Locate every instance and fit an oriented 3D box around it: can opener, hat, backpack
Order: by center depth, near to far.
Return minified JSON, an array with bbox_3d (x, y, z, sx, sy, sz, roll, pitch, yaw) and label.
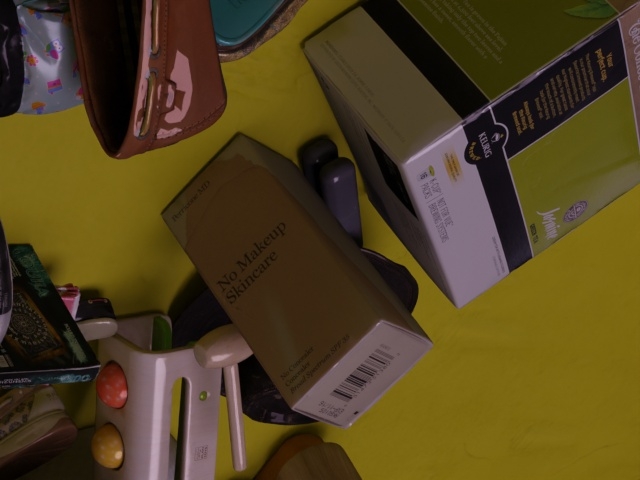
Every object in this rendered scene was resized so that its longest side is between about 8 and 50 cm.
[{"bbox_3d":[-0.240,-0.189,1.477,0.182,0.115,0.152,-19,139,-31],"label":"backpack"},{"bbox_3d":[0.000,0.000,1.950,0.095,0.076,0.283,-30,145,-17],"label":"can opener"},{"bbox_3d":[-0.026,0.146,1.970,0.331,0.134,0.331,-8,141,-6],"label":"hat"}]

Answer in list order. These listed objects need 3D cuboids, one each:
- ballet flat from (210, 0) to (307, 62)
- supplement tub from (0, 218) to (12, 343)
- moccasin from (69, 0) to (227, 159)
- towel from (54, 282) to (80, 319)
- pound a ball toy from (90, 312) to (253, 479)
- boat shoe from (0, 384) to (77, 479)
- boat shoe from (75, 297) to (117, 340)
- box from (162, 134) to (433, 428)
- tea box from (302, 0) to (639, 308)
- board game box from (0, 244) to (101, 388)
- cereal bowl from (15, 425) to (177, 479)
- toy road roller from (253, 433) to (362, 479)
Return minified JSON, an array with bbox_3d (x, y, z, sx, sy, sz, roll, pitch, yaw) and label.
[{"bbox_3d":[-0.023,-0.290,1.547,0.348,0.123,0.123,-45,150,-22],"label":"ballet flat"},{"bbox_3d":[-0.473,0.042,1.454,0.338,0.207,0.207,-9,137,-34],"label":"supplement tub"},{"bbox_3d":[-0.184,-0.254,1.347,0.147,0.139,0.380,-30,128,-38],"label":"moccasin"},{"bbox_3d":[-0.374,0.101,1.748,0.197,0.029,0.144,5,128,-25],"label":"towel"},{"bbox_3d":[-0.187,0.227,1.865,0.136,0.208,0.319,-9,112,-36],"label":"pound a ball toy"},{"bbox_3d":[-0.430,0.261,1.873,0.285,0.089,0.104,-26,158,-11],"label":"boat shoe"},{"bbox_3d":[-0.301,0.092,1.820,0.133,0.042,0.049,-5,145,-22],"label":"boat shoe"},{"bbox_3d":[-0.030,0.043,1.763,0.148,0.311,0.121,-46,145,11],"label":"box"},{"bbox_3d":[0.201,-0.154,1.824,0.324,0.220,0.329,-33,146,-5],"label":"tea box"},{"bbox_3d":[-0.321,0.076,1.649,0.126,0.186,0.026,1,133,-42],"label":"board game box"},{"bbox_3d":[-0.304,0.402,2.093,0.339,0.141,0.339,-25,143,-20],"label":"cereal bowl"},{"bbox_3d":[-0.093,0.442,2.276,0.241,0.202,0.329,13,123,-45],"label":"toy road roller"}]
